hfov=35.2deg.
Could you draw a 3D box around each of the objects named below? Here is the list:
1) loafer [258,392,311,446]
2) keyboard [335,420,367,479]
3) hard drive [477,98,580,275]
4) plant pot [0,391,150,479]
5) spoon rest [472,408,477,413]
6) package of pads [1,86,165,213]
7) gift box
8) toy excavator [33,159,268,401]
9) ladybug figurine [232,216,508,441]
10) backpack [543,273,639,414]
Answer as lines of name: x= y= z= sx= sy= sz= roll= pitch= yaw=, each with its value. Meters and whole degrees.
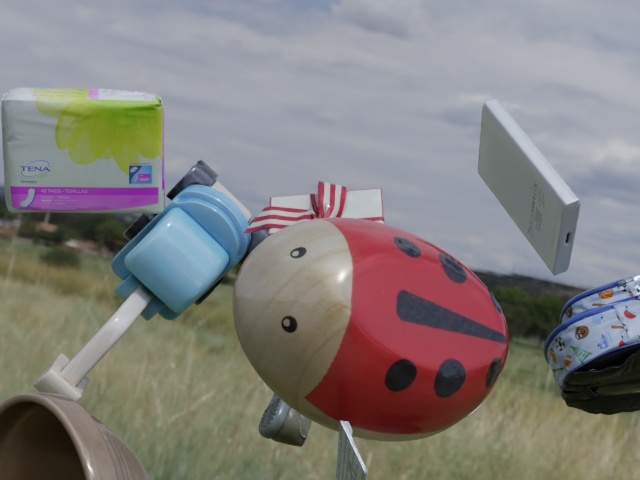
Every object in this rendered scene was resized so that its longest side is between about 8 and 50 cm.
loafer: x=-0.033 y=0.275 z=1.806 sx=0.087 sy=0.251 sz=0.094 roll=38 pitch=-48 yaw=-10
keyboard: x=0.037 y=0.309 z=1.289 sx=0.014 sy=0.072 sz=0.256 roll=-15 pitch=-31 yaw=-10
hard drive: x=0.400 y=-0.106 z=1.968 sx=0.040 sy=0.307 sz=0.203 roll=-19 pitch=-40 yaw=-11
plant pot: x=-0.236 y=0.264 z=0.966 sx=0.237 sy=0.237 sz=0.109 roll=11 pitch=3 yaw=44
spoon rest: x=0.246 y=0.222 z=1.956 sx=0.137 sy=0.276 sz=0.084 roll=-34 pitch=16 yaw=-21
package of pads: x=-0.440 y=-0.170 z=1.884 sx=0.296 sy=0.229 sz=0.101 roll=-1 pitch=20 yaw=-11
gift box: x=0.002 y=0.058 z=1.940 sx=0.276 sy=0.255 sz=0.258 roll=-7 pitch=-43 yaw=1
toy excavator: x=-0.342 y=0.094 z=1.985 sx=0.222 sy=0.433 sz=0.445 roll=46 pitch=25 yaw=-8
ladybug figurine: x=0.098 y=0.114 z=1.371 sx=0.449 sy=0.305 sz=0.162 roll=15 pitch=-23 yaw=-33
backpack: x=0.565 y=0.203 z=1.944 sx=0.263 sy=0.213 sz=0.276 roll=-20 pitch=-39 yaw=-7
